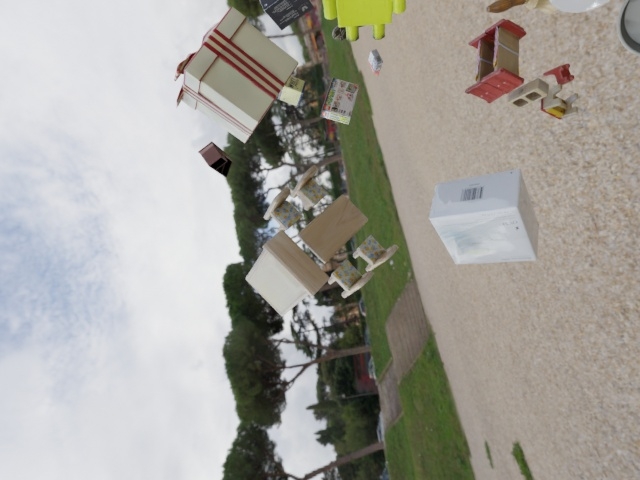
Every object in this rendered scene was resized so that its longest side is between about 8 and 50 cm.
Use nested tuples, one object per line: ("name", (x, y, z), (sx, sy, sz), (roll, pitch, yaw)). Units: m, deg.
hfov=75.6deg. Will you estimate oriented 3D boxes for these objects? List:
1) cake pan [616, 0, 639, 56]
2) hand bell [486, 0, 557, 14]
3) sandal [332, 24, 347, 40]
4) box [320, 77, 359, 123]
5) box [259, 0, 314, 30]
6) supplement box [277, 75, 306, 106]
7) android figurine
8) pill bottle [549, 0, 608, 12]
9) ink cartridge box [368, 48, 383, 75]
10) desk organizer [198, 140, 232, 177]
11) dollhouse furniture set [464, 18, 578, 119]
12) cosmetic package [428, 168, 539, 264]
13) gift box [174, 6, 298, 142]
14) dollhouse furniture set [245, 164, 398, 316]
("cake pan", (1.164, -0.762, 1.368), (0.054, 0.293, 0.293), (-55, -40, -37))
("hand bell", (0.667, -0.802, 1.380), (0.126, 0.242, 0.126), (163, 90, -82))
("sandal", (0.144, -0.952, 1.782), (0.090, 0.219, 0.060), (23, -130, -44))
("box", (0.078, -0.544, 1.600), (0.036, 0.114, 0.206), (106, 179, -56))
("box", (-0.131, -0.903, 1.546), (0.093, 0.156, 0.158), (67, -163, 9))
("supplement box", (-0.105, -0.553, 1.521), (0.083, 0.083, 0.056), (130, 155, -65))
("android figurine", (0.128, -0.725, 1.216), (0.272, 0.249, 0.056), (79, -165, -58))
("pill bottle", (0.492, -0.543, 0.748), (0.117, 0.118, 0.208), (42, -120, -76))
("ink cartridge box", (0.225, -0.733, 1.715), (0.115, 0.029, 0.062), (110, 135, -80))
("desk organizer", (-0.275, -0.216, 1.118), (0.050, 0.047, 0.130), (54, -177, 8))
("dollhouse furniture set", (0.693, -0.559, 1.413), (0.152, 0.374, 0.201), (-18, 60, 64))
("cosmetic package", (0.452, -0.052, 1.131), (0.224, 0.224, 0.138), (47, -130, -37))
("gift box", (-0.259, -0.451, 1.185), (0.258, 0.255, 0.276), (35, 162, -17))
("dollhouse furniture set", (0.000, 0.000, 1.180), (0.362, 0.394, 0.256), (46, 149, 1))
